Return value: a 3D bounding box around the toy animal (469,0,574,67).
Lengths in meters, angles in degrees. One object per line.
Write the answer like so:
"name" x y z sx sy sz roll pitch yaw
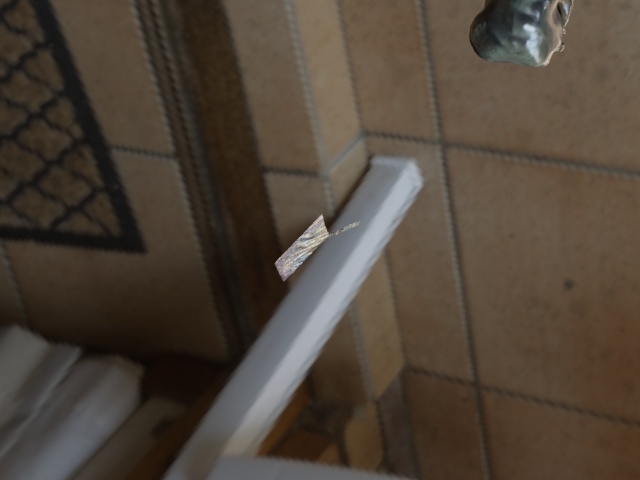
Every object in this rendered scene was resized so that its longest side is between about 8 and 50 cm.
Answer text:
"toy animal" 0.153 -0.240 0.979 0.106 0.168 0.343 15 138 6

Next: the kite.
"kite" -0.004 0.005 0.766 0.002 0.078 0.044 41 101 16
